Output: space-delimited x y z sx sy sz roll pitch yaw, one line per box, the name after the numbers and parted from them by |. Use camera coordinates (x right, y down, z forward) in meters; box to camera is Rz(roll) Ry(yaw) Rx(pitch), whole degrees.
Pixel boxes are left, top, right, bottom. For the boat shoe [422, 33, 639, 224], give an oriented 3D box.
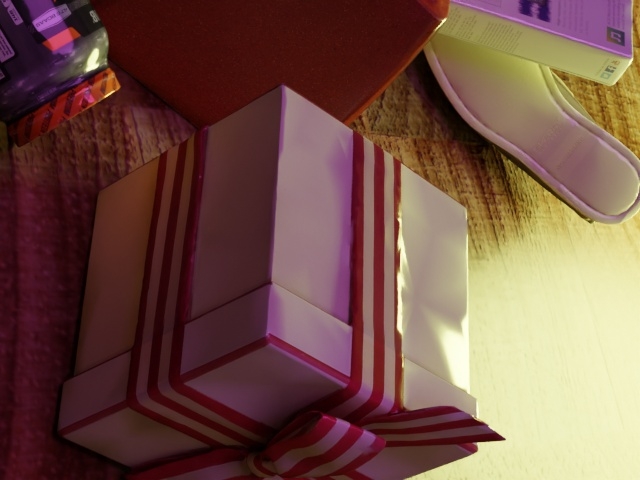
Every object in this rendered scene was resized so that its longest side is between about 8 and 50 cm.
0.223 -0.144 1.744 0.324 0.116 0.097 42 0 -11 | boat shoe

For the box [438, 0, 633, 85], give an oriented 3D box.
0.178 -0.308 1.687 0.322 0.058 0.232 17 54 -11 | box

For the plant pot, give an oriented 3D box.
-0.024 -0.256 1.387 0.267 0.235 0.267 38 46 -33 | plant pot

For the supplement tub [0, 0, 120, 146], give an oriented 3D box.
-0.236 -0.173 1.183 0.190 0.117 0.117 59 38 -10 | supplement tub

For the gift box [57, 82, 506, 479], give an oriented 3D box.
-0.014 0.076 1.212 0.276 0.255 0.258 28 49 -32 | gift box
